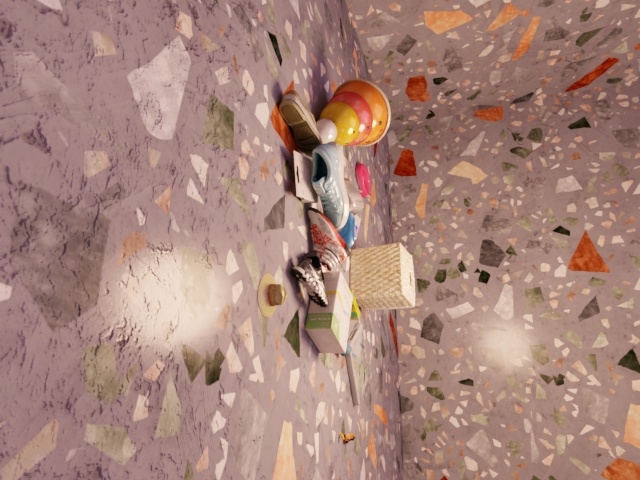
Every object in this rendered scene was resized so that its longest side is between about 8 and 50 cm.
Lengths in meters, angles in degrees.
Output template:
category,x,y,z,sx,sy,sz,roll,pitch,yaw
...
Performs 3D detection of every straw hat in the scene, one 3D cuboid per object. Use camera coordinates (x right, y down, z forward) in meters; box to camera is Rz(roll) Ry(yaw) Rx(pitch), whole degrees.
category,x,y,z,sx,sy,sz,roll,pitch,yaw
straw hat,-0.141,0.173,1.282,0.144,0.061,0.145,-6,90,-72

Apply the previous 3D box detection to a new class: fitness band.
category,x,y,z,sx,sy,sz,roll,pitch,yaw
fitness band,0.294,-0.404,2.735,0.291,0.054,0.209,30,54,-68

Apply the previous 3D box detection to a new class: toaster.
category,x,y,z,sx,sy,sz,roll,pitch,yaw
toaster,0.112,-0.222,1.988,0.227,0.129,0.146,62,22,6

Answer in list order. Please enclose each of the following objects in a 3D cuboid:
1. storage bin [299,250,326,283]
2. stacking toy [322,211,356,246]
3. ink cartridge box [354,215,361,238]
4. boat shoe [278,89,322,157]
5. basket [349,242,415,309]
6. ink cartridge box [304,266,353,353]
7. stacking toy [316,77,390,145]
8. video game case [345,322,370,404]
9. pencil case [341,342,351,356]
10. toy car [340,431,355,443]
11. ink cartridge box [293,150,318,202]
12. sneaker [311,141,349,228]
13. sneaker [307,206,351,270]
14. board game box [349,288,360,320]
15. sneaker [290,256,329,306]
category,x,y,z,sx,sy,sz,roll,pitch,yaw
storage bin,-0.023,0.108,1.609,0.091,0.098,0.135,-73,152,-70
stacking toy,0.088,-0.005,1.914,0.302,0.165,0.175,76,16,-69
ink cartridge box,0.115,-0.120,2.077,0.208,0.045,0.206,43,33,-15
boat shoe,-0.062,-0.468,1.622,0.302,0.113,0.104,58,38,-50
basket,0.347,0.209,2.298,0.266,0.331,0.329,42,45,-55
ink cartridge box,0.049,0.273,1.711,0.207,0.119,0.354,65,27,-42
stacking toy,0.102,-0.571,1.970,0.480,0.350,0.351,-43,127,-44
video game case,0.204,0.658,2.174,0.300,0.036,0.329,-37,120,-68
pencil case,0.098,0.481,1.874,0.070,0.064,0.152,-55,143,-25
toy car,0.126,0.900,1.854,0.041,0.060,0.122,58,-7,38
ink cartridge box,-0.076,-0.249,1.616,0.224,0.056,0.181,1,84,-68
sneaker,0.018,-0.214,1.654,0.150,0.135,0.366,-21,109,-43
sneaker,0.001,0.000,1.690,0.145,0.090,0.270,-42,100,-18
board game box,0.131,0.318,1.978,0.043,0.092,0.181,-71,149,-49
sneaker,-0.017,0.156,1.531,0.106,0.078,0.234,-53,125,-30
